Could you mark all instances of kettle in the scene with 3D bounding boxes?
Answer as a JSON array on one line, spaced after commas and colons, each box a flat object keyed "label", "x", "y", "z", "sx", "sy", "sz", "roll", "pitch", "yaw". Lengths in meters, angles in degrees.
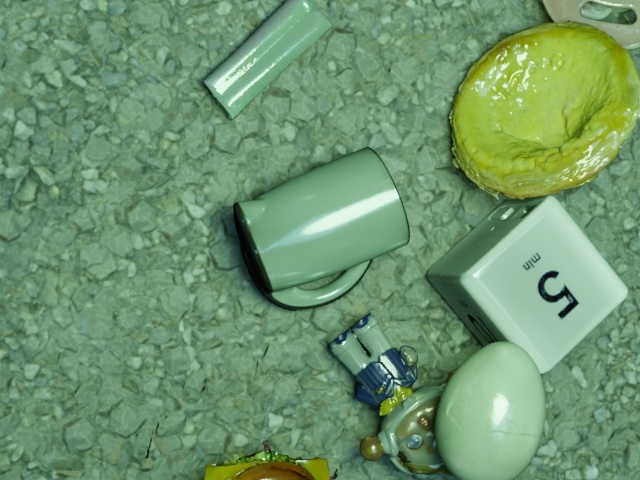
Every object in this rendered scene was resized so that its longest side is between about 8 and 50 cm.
[{"label": "kettle", "x": 0.000, "y": 0.000, "z": 1.406, "sx": 0.236, "sy": 0.161, "sz": 0.221, "roll": -23, "pitch": 125, "yaw": -10}]

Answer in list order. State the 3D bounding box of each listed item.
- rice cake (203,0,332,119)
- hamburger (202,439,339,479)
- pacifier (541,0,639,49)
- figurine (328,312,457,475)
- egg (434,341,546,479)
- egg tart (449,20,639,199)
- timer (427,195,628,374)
[{"label": "rice cake", "x": -0.083, "y": -0.287, "z": 1.437, "sx": 0.222, "sy": 0.042, "sz": 0.080, "roll": -45, "pitch": 99, "yaw": -7}, {"label": "hamburger", "x": -0.087, "y": 0.421, "z": 1.381, "sx": 0.261, "sy": 0.138, "sz": 0.243, "roll": 7, "pitch": 84, "yaw": -22}, {"label": "pacifier", "x": 0.476, "y": -0.466, "z": 1.464, "sx": 0.220, "sy": 0.273, "sz": 0.332, "roll": 14, "pitch": 88, "yaw": -27}, {"label": "figurine", "x": 0.117, "y": 0.251, "z": 1.440, "sx": 0.274, "sy": 0.133, "sz": 0.194, "roll": 31, "pitch": 81, "yaw": 0}, {"label": "egg", "x": 0.242, "y": 0.245, "z": 1.322, "sx": 0.151, "sy": 0.151, "sz": 0.209, "roll": 14, "pitch": 92, "yaw": -11}, {"label": "egg tart", "x": 0.351, "y": -0.192, "z": 1.443, "sx": 0.315, "sy": 0.315, "sz": 0.120, "roll": -59, "pitch": 143, "yaw": -6}, {"label": "timer", "x": 0.313, "y": 0.065, "z": 1.436, "sx": 0.194, "sy": 0.192, "sz": 0.195, "roll": -40, "pitch": 97, "yaw": -9}]
